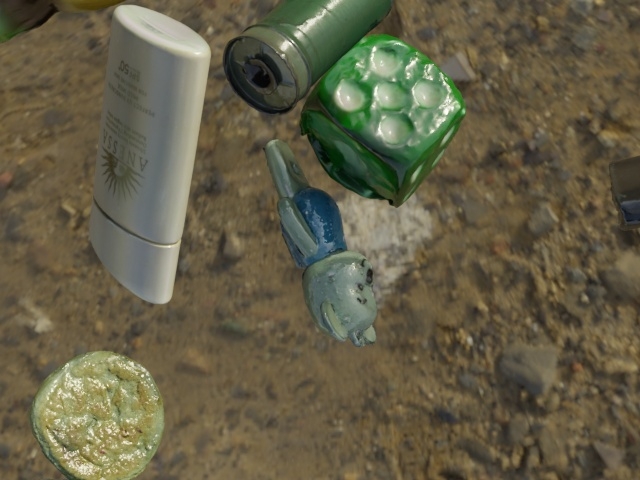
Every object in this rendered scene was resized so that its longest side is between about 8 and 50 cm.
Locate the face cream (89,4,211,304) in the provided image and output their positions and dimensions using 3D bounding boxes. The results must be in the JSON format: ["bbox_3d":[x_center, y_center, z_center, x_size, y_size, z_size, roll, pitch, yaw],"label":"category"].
[{"bbox_3d":[-0.223,-0.106,1.432,0.081,0.173,0.349,-14,128,-41],"label":"face cream"}]

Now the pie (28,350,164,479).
[{"bbox_3d":[-0.133,0.109,0.687,0.084,0.021,0.084,4,77,-19],"label":"pie"}]

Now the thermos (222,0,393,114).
[{"bbox_3d":[-0.002,-0.186,0.953,0.083,0.188,0.073,33,142,14],"label":"thermos"}]

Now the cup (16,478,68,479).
[{"bbox_3d":[-0.194,0.337,0.753,0.331,0.311,0.257,1,152,-41],"label":"cup"}]

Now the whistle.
[{"bbox_3d":[0.000,0.000,1.154,0.077,0.114,0.236,-29,71,21],"label":"whistle"}]

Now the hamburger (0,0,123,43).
[{"bbox_3d":[-0.302,-0.352,0.910,0.277,0.396,0.396,-17,109,-4],"label":"hamburger"}]

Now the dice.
[{"bbox_3d":[0.062,-0.118,1.120,0.131,0.128,0.120,38,72,10],"label":"dice"}]

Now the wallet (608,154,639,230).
[{"bbox_3d":[0.550,-0.090,1.342,0.406,0.228,0.062,-11,104,14],"label":"wallet"}]
